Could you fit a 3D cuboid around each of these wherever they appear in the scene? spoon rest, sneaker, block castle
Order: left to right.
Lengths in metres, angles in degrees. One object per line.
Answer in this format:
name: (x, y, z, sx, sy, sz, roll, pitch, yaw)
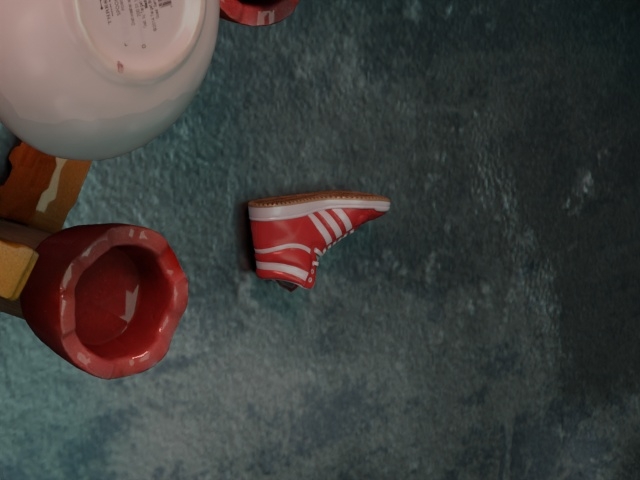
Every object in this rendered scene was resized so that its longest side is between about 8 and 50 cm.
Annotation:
block castle: (-0.221, -0.127, 0.722, 0.453, 0.213, 0.303, 27, 80, -43)
spoon rest: (-0.111, -0.171, 0.653, 0.137, 0.084, 0.276, -22, 113, -39)
sneaker: (0.000, 0.000, 1.074, 0.118, 0.042, 0.067, -7, 99, -35)
